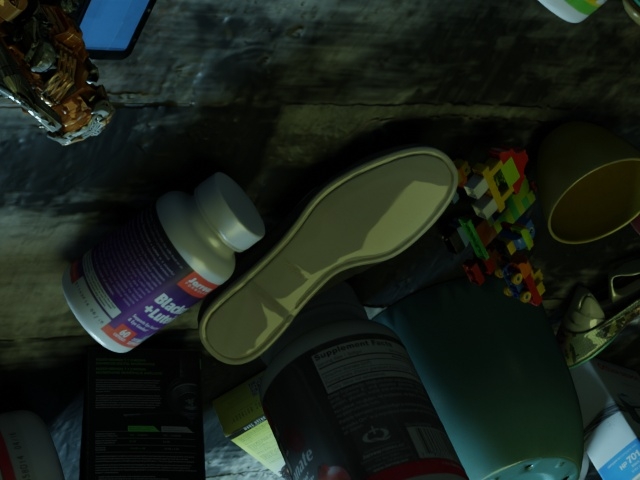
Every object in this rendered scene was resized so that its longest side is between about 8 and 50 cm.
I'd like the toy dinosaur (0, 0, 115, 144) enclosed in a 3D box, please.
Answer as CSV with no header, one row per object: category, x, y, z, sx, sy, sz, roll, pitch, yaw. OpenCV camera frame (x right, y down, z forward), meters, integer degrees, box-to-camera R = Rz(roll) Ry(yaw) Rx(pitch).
toy dinosaur,-0.254,-0.196,1.180,0.164,0.218,0.322,-19,145,-7

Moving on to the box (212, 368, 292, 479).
box,-0.042,0.243,2.025,0.087,0.058,0.232,-32,144,9

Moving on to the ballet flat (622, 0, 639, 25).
ballet flat,0.391,-0.227,1.665,0.232,0.080,0.073,-1,154,-28

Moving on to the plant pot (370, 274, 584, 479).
plant pot,0.189,0.224,1.987,0.293,0.235,0.293,-17,144,-13

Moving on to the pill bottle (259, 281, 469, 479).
pill bottle,0.036,0.200,1.786,0.176,0.318,0.176,-16,144,-12

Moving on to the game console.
game console,-0.184,-0.183,1.374,0.071,0.107,0.122,22,129,-12

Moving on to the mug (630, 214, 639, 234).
mug,0.449,-0.082,1.888,0.113,0.150,0.169,27,124,-6

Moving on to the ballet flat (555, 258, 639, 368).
ballet flat,0.374,0.075,2.059,0.221,0.077,0.079,-34,126,5

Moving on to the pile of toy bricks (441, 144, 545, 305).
pile of toy bricks,0.201,-0.035,1.793,0.105,0.118,0.212,-46,132,-19

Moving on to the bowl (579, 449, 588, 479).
bowl,0.303,0.266,2.206,0.053,0.142,0.142,-50,141,2

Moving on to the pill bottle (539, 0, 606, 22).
pill bottle,0.271,-0.319,1.414,0.245,0.136,0.136,-41,142,22

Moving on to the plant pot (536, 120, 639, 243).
plant pot,0.290,-0.076,1.777,0.134,0.095,0.134,-17,145,-13

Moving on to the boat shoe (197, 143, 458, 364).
boat shoe,0.000,0.000,1.723,0.335,0.095,0.112,-39,107,13

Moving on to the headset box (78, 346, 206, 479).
headset box,-0.204,0.287,1.802,0.131,0.283,0.246,2,138,-10

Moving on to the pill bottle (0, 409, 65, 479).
pill bottle,-0.481,0.325,1.714,0.407,0.229,0.229,-9,142,-22

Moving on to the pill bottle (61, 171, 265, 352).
pill bottle,-0.154,0.018,1.617,0.193,0.108,0.108,-36,144,15

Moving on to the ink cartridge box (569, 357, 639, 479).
ink cartridge box,0.417,0.262,2.214,0.139,0.191,0.082,18,125,-45
